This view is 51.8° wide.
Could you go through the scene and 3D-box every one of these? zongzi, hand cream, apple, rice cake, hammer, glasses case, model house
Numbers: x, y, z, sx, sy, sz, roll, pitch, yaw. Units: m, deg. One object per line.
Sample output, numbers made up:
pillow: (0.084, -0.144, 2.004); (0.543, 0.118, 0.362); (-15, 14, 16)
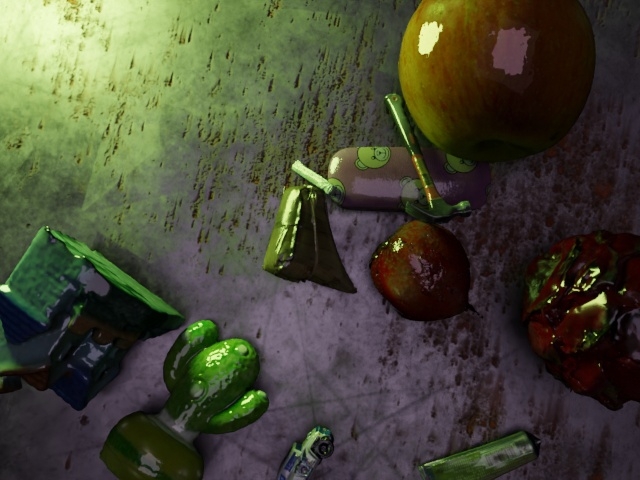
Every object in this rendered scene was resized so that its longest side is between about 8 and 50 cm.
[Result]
zongzi: (0.000, 0.000, 1.276); (0.198, 0.099, 0.194); (18, 75, -24)
hand cream: (0.312, 0.428, 1.267); (0.235, 0.055, 0.086); (-25, 84, 5)
apple: (0.306, -0.301, 1.172); (0.340, 0.339, 0.339); (0, 86, -1)
rice cake: (-0.013, -0.122, 1.277); (0.121, 0.022, 0.022); (38, 97, 38)
hammer: (0.181, -0.158, 1.234); (0.111, 0.033, 0.287); (-13, 65, -8)
glasses case: (0.172, -0.118, 1.282); (0.317, 0.076, 0.123); (1, 81, 0)
model house: (-0.460, 0.178, 1.147); (0.252, 0.295, 0.329); (40, 84, 6)

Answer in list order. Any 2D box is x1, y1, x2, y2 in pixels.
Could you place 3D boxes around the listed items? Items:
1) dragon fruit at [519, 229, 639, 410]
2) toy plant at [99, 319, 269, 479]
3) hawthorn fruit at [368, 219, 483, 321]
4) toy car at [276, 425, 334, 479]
dragon fruit: (0.512, 0.132, 1.158); (0.330, 0.329, 0.329); (0, 86, -1)
toy plant: (-0.234, 0.312, 1.211); (0.224, 0.184, 0.315); (31, 75, 19)
hawthorn fruit: (0.208, 0.072, 1.220); (0.235, 0.181, 0.181); (39, 87, 8)
toy car: (-0.036, 0.429, 1.243); (0.070, 0.080, 0.170); (31, 87, 3)
